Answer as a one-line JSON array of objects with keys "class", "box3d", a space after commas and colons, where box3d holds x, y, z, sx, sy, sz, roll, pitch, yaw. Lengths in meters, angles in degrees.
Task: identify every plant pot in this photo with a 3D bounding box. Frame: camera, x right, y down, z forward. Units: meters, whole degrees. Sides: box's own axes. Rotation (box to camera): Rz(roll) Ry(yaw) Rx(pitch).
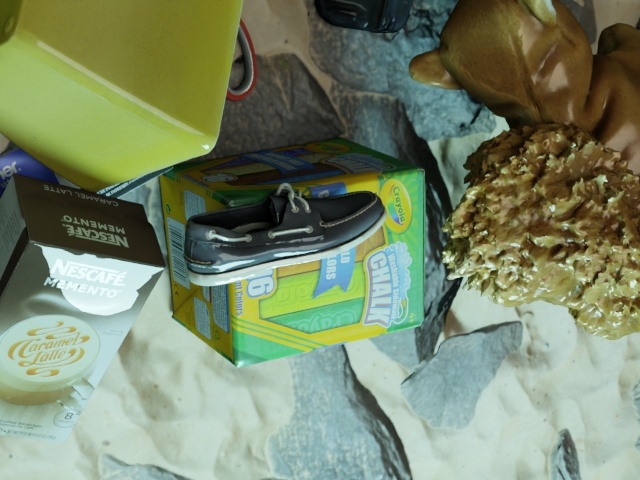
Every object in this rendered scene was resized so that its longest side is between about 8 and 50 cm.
[{"class": "plant pot", "box3d": [-0.210, -0.187, 1.210, 0.187, 0.212, 0.212, 23, 67, -36]}]

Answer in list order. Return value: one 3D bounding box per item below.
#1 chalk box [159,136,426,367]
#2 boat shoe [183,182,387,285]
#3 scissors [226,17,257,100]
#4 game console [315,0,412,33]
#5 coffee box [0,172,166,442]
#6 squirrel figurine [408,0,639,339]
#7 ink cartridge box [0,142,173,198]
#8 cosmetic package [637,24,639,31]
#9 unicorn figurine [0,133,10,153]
[{"class": "chalk box", "box3d": [0.000, 0.000, 1.446, 0.289, 0.179, 0.180, -12, 110, -26]}, {"class": "boat shoe", "box3d": [-0.031, -0.018, 1.275, 0.206, 0.075, 0.064, -18, 116, -19]}, {"class": "scissors", "box3d": [-0.142, -0.273, 1.385, 0.109, 0.021, 0.297, -23, 113, -19]}, {"class": "game console", "box3d": [0.059, -0.392, 1.409, 0.213, 0.044, 0.361, 11, 114, -1]}, {"class": "coffee box", "box3d": [-0.270, 0.071, 1.308, 0.141, 0.098, 0.246, 12, 125, -32]}, {"class": "squirrel figurine", "box3d": [0.271, -0.102, 1.468, 0.370, 0.281, 0.397, 45, 43, -24]}, {"class": "ink cartridge box", "box3d": [-0.260, -0.069, 1.360, 0.207, 0.046, 0.097, -31, 116, -18]}, {"class": "cosmetic package", "box3d": [0.517, -0.325, 1.672, 0.153, 0.129, 0.296, 21, 93, -33]}, {"class": "unicorn figurine", "box3d": [-0.297, -0.140, 1.308, 0.162, 0.060, 0.111, -19, 107, -21]}]
